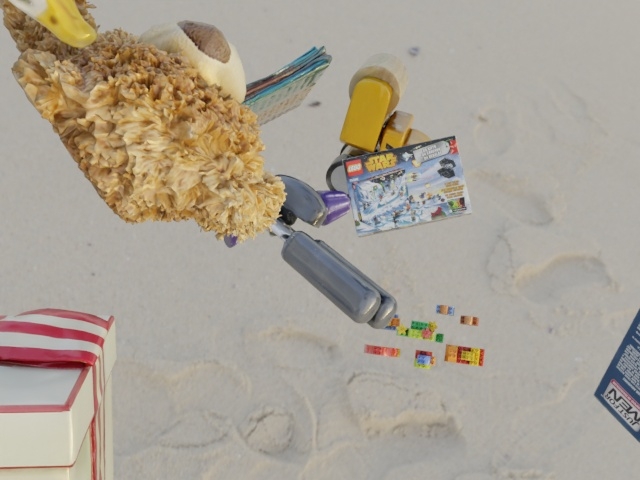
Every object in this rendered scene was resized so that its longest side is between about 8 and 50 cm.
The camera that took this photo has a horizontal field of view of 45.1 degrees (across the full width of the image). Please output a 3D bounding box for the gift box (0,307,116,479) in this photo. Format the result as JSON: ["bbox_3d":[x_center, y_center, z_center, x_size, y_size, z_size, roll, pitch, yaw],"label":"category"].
[{"bbox_3d":[-0.309,0.179,0.659,0.255,0.258,0.276,0,12,-12],"label":"gift box"}]

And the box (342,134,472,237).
[{"bbox_3d":[0.101,-0.063,0.906,0.137,0.027,0.094,-11,84,5],"label":"box"}]

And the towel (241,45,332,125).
[{"bbox_3d":[-0.131,-0.225,1.341,0.271,0.370,0.040,-28,94,-8],"label":"towel"}]

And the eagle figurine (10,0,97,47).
[{"bbox_3d":[-0.170,-0.156,0.288,0.298,0.226,0.225,-26,70,13],"label":"eagle figurine"}]

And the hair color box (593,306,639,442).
[{"bbox_3d":[0.524,0.105,1.041,0.173,0.347,0.105,-9,40,-27],"label":"hair color box"}]

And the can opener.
[{"bbox_3d":[0.000,0.000,0.991,0.076,0.095,0.283,24,11,-49],"label":"can opener"}]

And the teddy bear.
[{"bbox_3d":[-0.115,-0.093,0.557,0.113,0.338,0.245,-37,87,-5],"label":"teddy bear"}]

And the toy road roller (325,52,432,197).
[{"bbox_3d":[0.168,-0.234,1.748,0.240,0.330,0.202,17,29,6],"label":"toy road roller"}]

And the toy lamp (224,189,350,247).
[{"bbox_3d":[-0.068,-0.049,1.592,0.274,0.080,0.080,-16,56,-21],"label":"toy lamp"}]

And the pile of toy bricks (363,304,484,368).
[{"bbox_3d":[0.185,0.169,1.375,0.212,0.105,0.118,5,83,15],"label":"pile of toy bricks"}]
